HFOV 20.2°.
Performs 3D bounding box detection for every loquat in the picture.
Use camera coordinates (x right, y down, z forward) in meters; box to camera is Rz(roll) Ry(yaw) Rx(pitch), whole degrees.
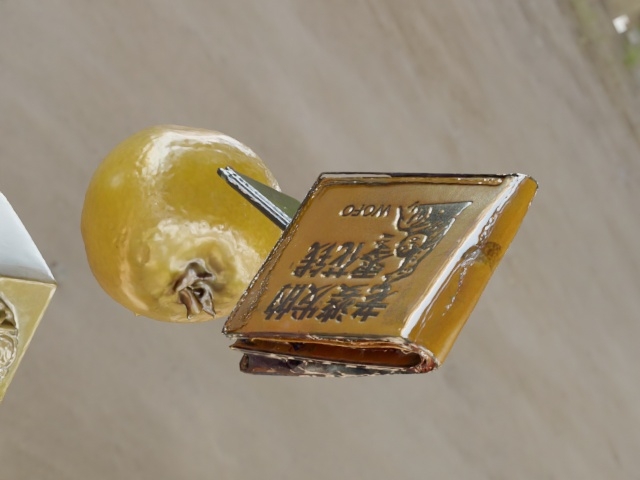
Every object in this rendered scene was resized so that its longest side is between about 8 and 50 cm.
[{"bbox_3d":[-0.140,-0.015,1.801,0.208,0.208,0.208,54,20,-30],"label":"loquat"}]

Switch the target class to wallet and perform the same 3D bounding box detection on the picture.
[{"bbox_3d":[0.035,0.019,1.208,0.042,0.195,0.161,49,57,-33],"label":"wallet"}]

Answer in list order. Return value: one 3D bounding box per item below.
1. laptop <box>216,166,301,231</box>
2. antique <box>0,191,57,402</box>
[{"bbox_3d":[0.000,0.000,1.528,0.180,0.016,0.129,41,9,33],"label":"laptop"},{"bbox_3d":[-0.285,0.046,1.222,0.152,0.146,0.148,9,30,-39],"label":"antique"}]
